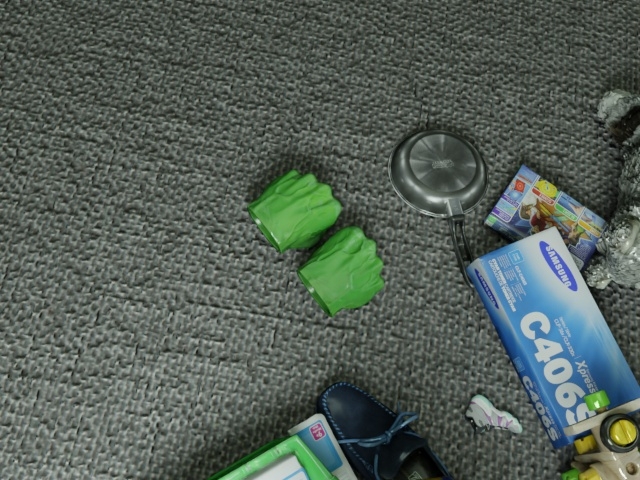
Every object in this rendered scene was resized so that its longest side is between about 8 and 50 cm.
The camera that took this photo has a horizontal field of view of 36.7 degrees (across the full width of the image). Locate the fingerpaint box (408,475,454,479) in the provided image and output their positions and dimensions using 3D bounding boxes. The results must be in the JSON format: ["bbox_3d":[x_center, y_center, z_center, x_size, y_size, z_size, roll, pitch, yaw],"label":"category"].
[{"bbox_3d":[0.232,0.518,1.210,0.163,0.371,0.445,-45,71,3],"label":"fingerpaint box"}]

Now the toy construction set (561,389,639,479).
[{"bbox_3d":[0.414,0.363,1.504,0.308,0.257,0.237,-25,85,13],"label":"toy construction set"}]

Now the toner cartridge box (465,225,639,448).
[{"bbox_3d":[0.406,0.165,1.673,0.165,0.075,0.348,-21,76,-17],"label":"toner cartridge box"}]

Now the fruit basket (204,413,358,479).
[{"bbox_3d":[-0.042,0.483,1.436,0.327,0.165,0.353,-25,79,-26],"label":"fruit basket"}]

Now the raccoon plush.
[{"bbox_3d":[0.554,-0.081,1.784,0.299,0.216,0.446,-16,39,-18],"label":"raccoon plush"}]

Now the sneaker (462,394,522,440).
[{"bbox_3d":[0.286,0.314,1.633,0.098,0.038,0.069,31,66,18],"label":"sneaker"}]

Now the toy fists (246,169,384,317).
[{"bbox_3d":[0.000,0.000,1.715,0.142,0.096,0.279,-36,75,-11],"label":"toy fists"}]

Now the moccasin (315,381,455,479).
[{"bbox_3d":[0.138,0.346,1.551,0.342,0.117,0.138,40,66,12],"label":"moccasin"}]

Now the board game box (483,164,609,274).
[{"bbox_3d":[0.424,-0.033,1.805,0.201,0.035,0.136,36,65,4],"label":"board game box"}]

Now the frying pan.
[{"bbox_3d":[0.217,-0.080,1.808,0.197,0.053,0.326,12,60,-1],"label":"frying pan"}]
